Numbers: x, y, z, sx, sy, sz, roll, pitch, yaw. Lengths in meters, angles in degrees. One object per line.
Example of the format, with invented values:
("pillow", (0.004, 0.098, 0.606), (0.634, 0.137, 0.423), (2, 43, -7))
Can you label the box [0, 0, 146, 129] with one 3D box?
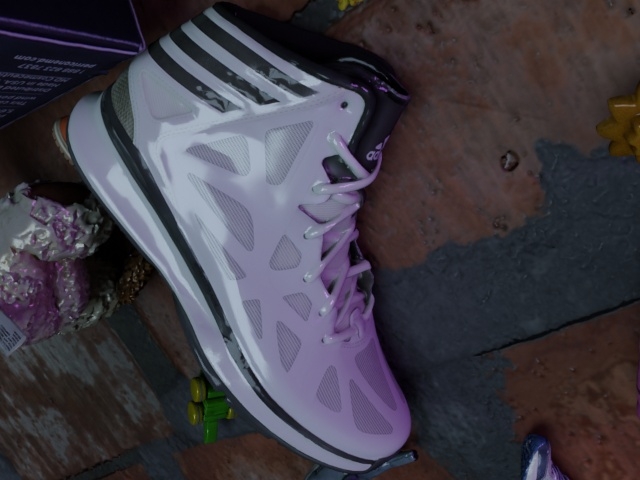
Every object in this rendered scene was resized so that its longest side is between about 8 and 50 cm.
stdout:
("box", (-0.465, -0.287, 0.508), (0.472, 0.297, 0.480), (-19, 89, 27))

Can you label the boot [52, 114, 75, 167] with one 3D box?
("boot", (-0.207, -0.093, 0.701), (0.158, 0.059, 0.084), (39, 121, -5))

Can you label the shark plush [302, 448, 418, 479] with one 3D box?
("shark plush", (0.043, 0.264, 0.733), (0.161, 0.067, 0.073), (-15, 105, 31))

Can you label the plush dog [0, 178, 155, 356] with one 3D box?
("plush dog", (-0.307, 0.049, 0.718), (0.262, 0.225, 0.210), (0, 84, 21))

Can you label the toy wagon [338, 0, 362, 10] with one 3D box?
("toy wagon", (-0.042, -0.314, 0.413), (0.068, 0.267, 0.344), (-33, 99, -6))

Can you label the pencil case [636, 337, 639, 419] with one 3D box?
("pencil case", (0.301, 0.057, 0.500), (0.098, 0.095, 0.209), (28, 132, 55))

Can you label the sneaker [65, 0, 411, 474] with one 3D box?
("sneaker", (-0.001, 0.000, 0.574), (0.257, 0.169, 0.447), (-31, 101, 29))

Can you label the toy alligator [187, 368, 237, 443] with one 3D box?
("toy alligator", (-0.125, 0.159, 0.780), (0.051, 0.056, 0.189), (51, 137, 48))

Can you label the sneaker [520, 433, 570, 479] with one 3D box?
("sneaker", (0.228, 0.245, 0.652), (0.058, 0.052, 0.135), (-1, 120, 16))

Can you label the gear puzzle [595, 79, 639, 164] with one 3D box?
("gear puzzle", (0.343, -0.093, 0.388), (0.339, 0.044, 0.175), (-6, 143, 28))
